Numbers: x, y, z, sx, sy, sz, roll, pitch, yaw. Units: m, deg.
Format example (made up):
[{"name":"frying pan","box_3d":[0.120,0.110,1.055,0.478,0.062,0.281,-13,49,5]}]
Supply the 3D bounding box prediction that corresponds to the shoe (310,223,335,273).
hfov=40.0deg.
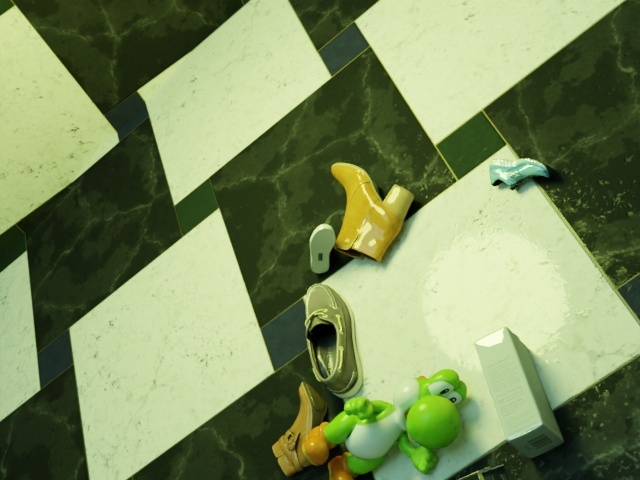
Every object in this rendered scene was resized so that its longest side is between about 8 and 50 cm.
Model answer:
[{"name":"shoe","box_3d":[0.000,0.000,2.250,0.063,0.178,0.081,0,50,-5]}]

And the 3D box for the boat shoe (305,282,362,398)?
[{"name":"boat shoe","box_3d":[0.017,0.224,2.124,0.116,0.096,0.324,-31,47,20]}]

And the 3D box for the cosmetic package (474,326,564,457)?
[{"name":"cosmetic package","box_3d":[0.393,0.301,1.754,0.085,0.117,0.231,-31,46,18]}]

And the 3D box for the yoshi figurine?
[{"name":"yoshi figurine","box_3d":[0.149,0.405,1.846,0.362,0.203,0.203,-34,62,14]}]

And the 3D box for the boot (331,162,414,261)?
[{"name":"boot","box_3d":[0.086,-0.072,2.261,0.295,0.104,0.211,27,81,42]}]

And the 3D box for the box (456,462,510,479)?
[{"name":"box","box_3d":[0.277,0.589,1.550,0.257,0.079,0.322,-40,63,45]}]

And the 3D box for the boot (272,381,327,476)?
[{"name":"boot","box_3d":[-0.053,0.441,2.060,0.152,0.073,0.197,-40,42,17]}]

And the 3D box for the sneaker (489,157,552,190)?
[{"name":"sneaker","box_3d":[0.466,-0.150,2.048,0.162,0.063,0.073,2,82,45]}]
